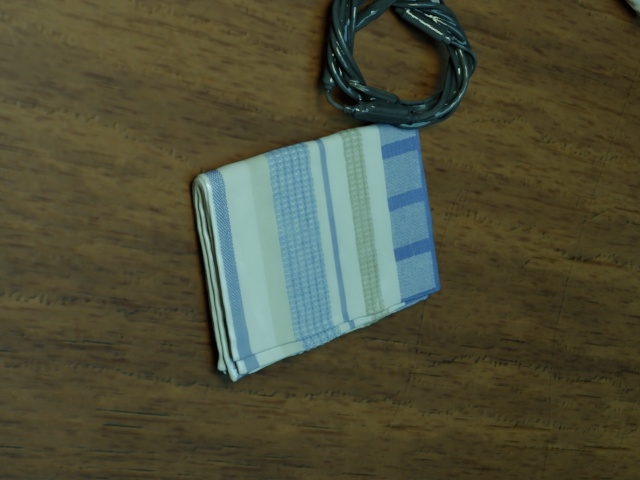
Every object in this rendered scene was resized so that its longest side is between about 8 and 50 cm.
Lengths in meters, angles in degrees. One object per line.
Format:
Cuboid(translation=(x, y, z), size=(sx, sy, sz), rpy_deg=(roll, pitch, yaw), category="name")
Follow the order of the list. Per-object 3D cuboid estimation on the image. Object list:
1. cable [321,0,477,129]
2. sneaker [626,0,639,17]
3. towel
Cuboid(translation=(0.080, -0.190, 1.606), size=(0.184, 0.047, 0.151), rpy_deg=(2, 84, -33), category="cable")
Cuboid(translation=(0.404, -0.403, 1.784), size=(0.169, 0.108, 0.292), rpy_deg=(34, 79, -40), category="sneaker")
Cuboid(translation=(0.000, 0.000, 1.596), size=(0.285, 0.034, 0.209), rpy_deg=(-20, 108, -36), category="towel")
